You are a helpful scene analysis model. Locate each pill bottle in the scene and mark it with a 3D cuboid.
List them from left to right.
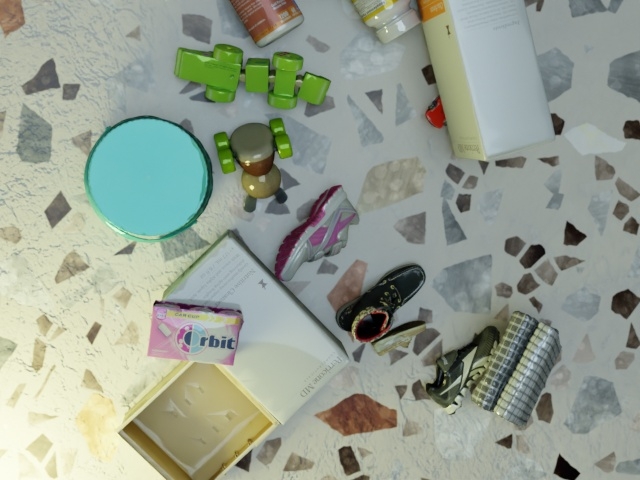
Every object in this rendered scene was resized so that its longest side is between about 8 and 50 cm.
[{"bbox_3d":[-0.137,-0.532,1.848,0.121,0.121,0.216,-33,101,-4],"label":"pill bottle"},{"bbox_3d":[0.124,-0.542,1.890,0.119,0.119,0.208,-34,100,-4],"label":"pill bottle"}]

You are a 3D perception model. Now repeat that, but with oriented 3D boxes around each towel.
[{"bbox_3d":[0.447,0.290,1.964,0.121,0.283,0.235,25,86,22],"label":"towel"}]

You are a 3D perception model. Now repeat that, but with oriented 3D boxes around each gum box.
[{"bbox_3d":[-0.255,0.191,1.783,0.188,0.062,0.107,8,97,-8],"label":"gum box"}]

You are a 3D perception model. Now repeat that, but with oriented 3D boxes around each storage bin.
[{"bbox_3d":[-0.265,0.405,1.929,0.262,0.123,0.260,-43,100,-3],"label":"storage bin"}]

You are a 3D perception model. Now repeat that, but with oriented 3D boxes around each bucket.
[{"bbox_3d":[-0.359,-0.132,1.825,0.281,0.183,0.281,-1,95,-8],"label":"bucket"}]

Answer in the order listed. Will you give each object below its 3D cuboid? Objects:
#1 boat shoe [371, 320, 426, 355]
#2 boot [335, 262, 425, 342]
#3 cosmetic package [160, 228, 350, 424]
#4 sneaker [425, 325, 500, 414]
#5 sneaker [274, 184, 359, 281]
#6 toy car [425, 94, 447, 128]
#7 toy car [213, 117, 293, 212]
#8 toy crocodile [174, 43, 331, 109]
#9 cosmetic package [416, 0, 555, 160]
[{"bbox_3d":[0.187,0.228,2.021,0.135,0.050,0.045,-22,103,4],"label":"boat shoe"},{"bbox_3d":[0.152,0.143,1.937,0.236,0.178,0.085,-33,100,-3],"label":"boot"},{"bbox_3d":[-0.142,0.187,1.906,0.217,0.156,0.385,-45,99,1],"label":"cosmetic package"},{"bbox_3d":[0.329,0.289,2.033,0.106,0.078,0.234,33,92,-13],"label":"sneaker"},{"bbox_3d":[0.000,0.000,1.928,0.111,0.103,0.252,42,79,-15],"label":"sneaker"},{"bbox_3d":[0.360,-0.359,1.981,0.225,0.053,0.239,10,95,-10],"label":"toy car"},{"bbox_3d":[-0.134,-0.151,1.909,0.155,0.149,0.188,-15,127,-4],"label":"toy car"},{"bbox_3d":[-0.145,-0.359,1.879,0.340,0.105,0.115,7,116,-5],"label":"toy crocodile"},{"bbox_3d":[0.332,-0.407,1.827,0.161,0.230,0.453,-17,98,-5],"label":"cosmetic package"}]
